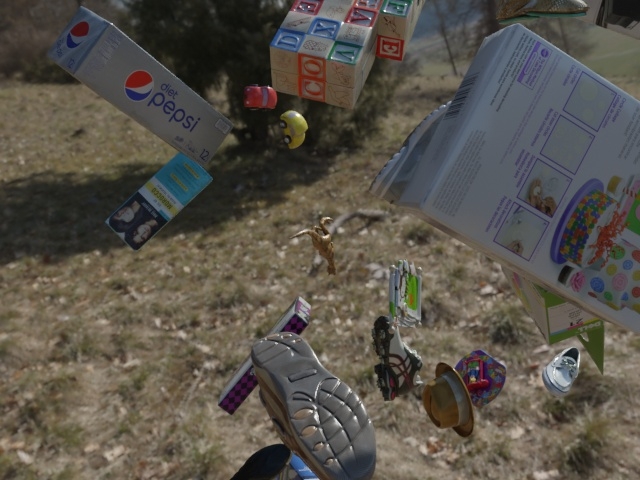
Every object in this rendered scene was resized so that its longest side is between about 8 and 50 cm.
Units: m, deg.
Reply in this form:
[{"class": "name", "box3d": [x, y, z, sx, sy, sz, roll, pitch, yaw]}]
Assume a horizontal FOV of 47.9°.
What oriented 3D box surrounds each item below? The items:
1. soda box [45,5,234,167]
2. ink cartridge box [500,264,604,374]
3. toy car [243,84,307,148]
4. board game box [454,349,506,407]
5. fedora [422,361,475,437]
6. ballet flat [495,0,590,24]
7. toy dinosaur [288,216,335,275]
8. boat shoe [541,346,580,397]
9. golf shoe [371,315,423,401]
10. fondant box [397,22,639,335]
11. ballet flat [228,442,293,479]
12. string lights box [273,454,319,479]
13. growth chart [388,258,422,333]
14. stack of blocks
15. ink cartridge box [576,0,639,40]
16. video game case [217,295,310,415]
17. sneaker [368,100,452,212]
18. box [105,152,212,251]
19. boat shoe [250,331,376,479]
[{"class": "soda box", "box3d": [-0.265, -0.225, 1.099, 0.098, 0.286, 0.091, 35, 89, 38]}, {"class": "ink cartridge box", "box3d": [0.371, 0.091, 1.165, 0.097, 0.255, 0.188, -20, 40, 1]}, {"class": "toy car", "box3d": [-0.078, -0.381, 1.849, 0.053, 0.239, 0.225, 7, 67, 39]}, {"class": "board game box", "box3d": [0.415, 0.361, 1.932, 0.133, 0.033, 0.169, -52, 36, -1]}, {"class": "fedora", "box3d": [0.304, 0.398, 1.772, 0.079, 0.194, 0.194, -15, 13, -17]}, {"class": "ballet flat", "box3d": [0.336, -0.373, 1.111, 0.073, 0.067, 0.206, -5, 14, -21]}, {"class": "toy dinosaur", "box3d": [0.000, 0.000, 1.614, 0.064, 0.211, 0.112, -19, 50, 17]}, {"class": "boat shoe", "box3d": [0.674, 0.354, 2.005, 0.075, 0.083, 0.226, -58, -9, 26]}, {"class": "golf shoe", "box3d": [0.200, 0.295, 1.878, 0.120, 0.272, 0.105, -13, 37, -8]}, {"class": "fondant box", "box3d": [0.294, -0.066, 0.867, 0.238, 0.330, 0.096, -62, 11, -1]}, {"class": "ballet flat", "box3d": [-0.113, 0.415, 1.272, 0.173, 0.049, 0.057, -42, 54, 12]}, {"class": "string lights box", "box3d": [-0.040, 0.588, 1.686, 0.077, 0.133, 0.260, 6, 2, -20]}, {"class": "growth chart", "box3d": [0.195, 0.125, 1.655, 0.021, 0.171, 0.237, -3, -6, 24]}, {"class": "stack of blocks", "box3d": [0.053, -0.340, 1.113, 0.171, 0.087, 0.297, 15, 55, 11]}, {"class": "ink cartridge box", "box3d": [0.627, -0.442, 1.243, 0.286, 0.166, 0.395, -10, 34, -25]}, {"class": "video game case", "box3d": [-0.107, 0.224, 1.446, 0.232, 0.042, 0.210, -50, 3, 3]}, {"class": "sneaker", "box3d": [0.227, -0.180, 1.552, 0.281, 0.115, 0.105, -50, 1, -7]}, {"class": "box", "box3d": [-0.371, -0.092, 1.662, 0.244, 0.100, 0.060, -45, 8, -7]}, {"class": "boat shoe", "box3d": [-0.012, 0.273, 1.111, 0.123, 0.116, 0.324, -10, 33, -21]}]
